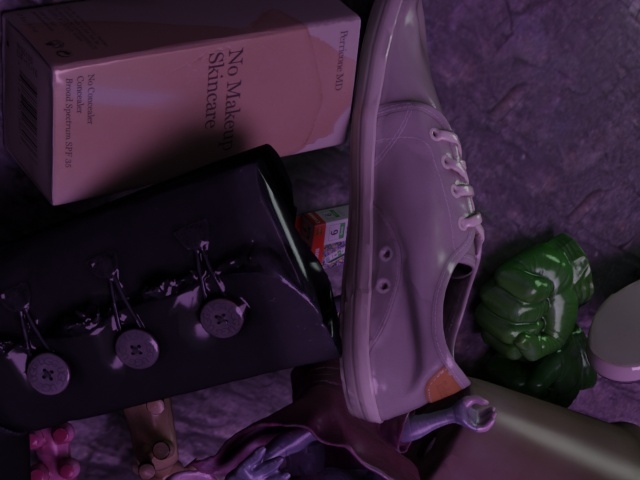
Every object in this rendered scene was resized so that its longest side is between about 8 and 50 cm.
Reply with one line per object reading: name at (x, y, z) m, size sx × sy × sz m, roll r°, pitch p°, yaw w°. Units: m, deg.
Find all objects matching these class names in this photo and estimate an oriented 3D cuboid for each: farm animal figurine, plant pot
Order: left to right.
farm animal figurine at (-0.216, 0.322, 1.675) m, size 0.327 × 0.172 × 0.330 m, roll 45°, pitch 89°, yaw -3°
plant pot at (0.232, 0.311, 1.869) m, size 0.280 × 0.323 × 0.323 m, roll 34°, pitch 99°, yaw -12°

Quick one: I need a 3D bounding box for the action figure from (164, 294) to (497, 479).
action figure at (0.018, 0.202, 1.681) m, size 0.276 × 0.370 × 0.248 m, roll -33°, pitch 107°, yaw 16°

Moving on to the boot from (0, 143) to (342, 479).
boot at (-0.189, 0.142, 1.451) m, size 0.445 × 0.146 × 0.367 m, roll -21°, pitch 118°, yaw 3°

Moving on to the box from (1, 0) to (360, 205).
box at (-0.128, -0.148, 1.450) m, size 0.311 × 0.121 × 0.148 m, roll -15°, pitch 128°, yaw -28°

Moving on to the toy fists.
toy fists at (0.272, 0.126, 1.958) m, size 0.142 × 0.096 × 0.279 m, roll -27°, pitch 134°, yaw -17°

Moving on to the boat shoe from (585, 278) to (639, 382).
boat shoe at (0.446, 0.119, 2.010) m, size 0.340 × 0.127 × 0.158 m, roll -36°, pitch 142°, yaw -38°

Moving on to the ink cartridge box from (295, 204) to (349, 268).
ink cartridge box at (0.000, 0.000, 1.714) m, size 0.115 × 0.029 × 0.062 m, roll -13°, pitch 127°, yaw -30°

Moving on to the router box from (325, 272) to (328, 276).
router box at (-0.063, 0.029, 1.623) m, size 0.092 × 0.122 × 0.038 m, roll -45°, pitch 140°, yaw 0°

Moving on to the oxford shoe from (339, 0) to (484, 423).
oxford shoe at (0.096, -0.043, 1.534) m, size 0.130 × 0.449 × 0.169 m, roll -2°, pitch 163°, yaw 14°
